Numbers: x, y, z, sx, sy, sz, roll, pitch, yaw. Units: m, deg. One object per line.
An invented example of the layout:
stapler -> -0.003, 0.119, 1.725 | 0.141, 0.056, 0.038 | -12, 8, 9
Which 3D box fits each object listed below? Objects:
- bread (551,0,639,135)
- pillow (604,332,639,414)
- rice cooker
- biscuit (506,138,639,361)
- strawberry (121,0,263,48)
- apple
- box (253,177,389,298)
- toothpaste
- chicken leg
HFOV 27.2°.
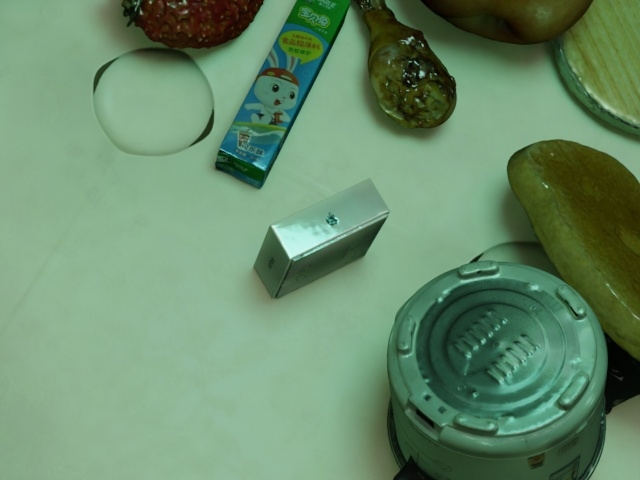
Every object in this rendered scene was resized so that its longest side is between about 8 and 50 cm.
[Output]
bread -> 0.426, -0.247, 1.719 | 0.266, 0.040, 0.267 | 4, 67, -9
pillow -> 0.379, 0.136, 1.553 | 0.150, 0.048, 0.090 | -17, 70, -20
rice cooker -> 0.186, 0.162, 1.409 | 0.241, 0.227, 0.280 | 35, 67, 27
biscuit -> 0.367, 0.019, 1.541 | 0.287, 0.057, 0.344 | 0, 49, -42
strawberry -> -0.135, -0.294, 1.600 | 0.235, 0.107, 0.175 | -19, 37, -19
apple -> 0.223, -0.353, 1.618 | 0.253, 0.253, 0.254 | 4, 68, -10
box -> 0.000, 0.000, 1.486 | 0.129, 0.130, 0.051 | -25, 75, -19
toothpaste -> -0.045, -0.190, 1.597 | 0.065, 0.050, 0.267 | 24, 65, 2
chicken leg -> 0.089, -0.245, 1.632 | 0.087, 0.107, 0.252 | -33, 64, 22
